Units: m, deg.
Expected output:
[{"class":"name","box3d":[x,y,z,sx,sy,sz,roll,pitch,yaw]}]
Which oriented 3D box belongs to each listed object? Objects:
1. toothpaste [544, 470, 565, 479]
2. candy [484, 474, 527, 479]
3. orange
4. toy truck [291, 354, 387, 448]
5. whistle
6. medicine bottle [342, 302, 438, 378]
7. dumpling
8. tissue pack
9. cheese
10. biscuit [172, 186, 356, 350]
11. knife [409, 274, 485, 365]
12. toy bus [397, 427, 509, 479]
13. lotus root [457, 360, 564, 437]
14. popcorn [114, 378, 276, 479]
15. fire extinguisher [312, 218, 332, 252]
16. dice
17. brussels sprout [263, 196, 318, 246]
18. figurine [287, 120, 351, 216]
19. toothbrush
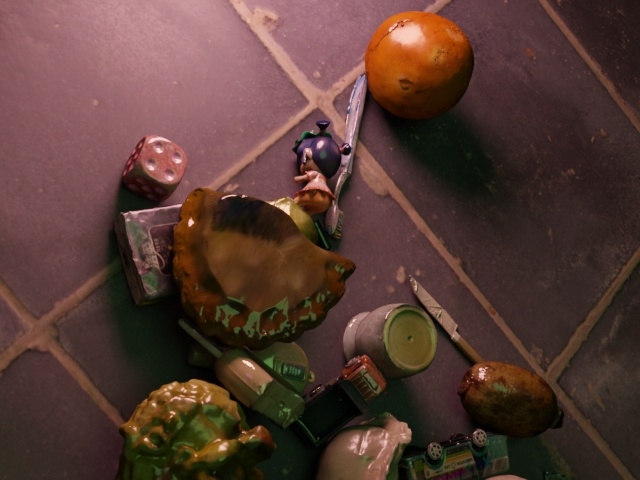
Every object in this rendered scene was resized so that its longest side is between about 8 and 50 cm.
[{"class":"toothpaste","box3d":[0.503,0.598,2.039,0.056,0.036,0.205,17,61,-23]},{"class":"candy","box3d":[0.368,0.592,1.840,0.295,0.185,0.295,12,73,-47]},{"class":"orange","box3d":[0.214,-0.382,2.096,0.240,0.240,0.240,11,68,-27]},{"class":"toy truck","box3d":[0.033,0.302,1.797,0.192,0.092,0.083,-38,94,0]},{"class":"whistle","box3d":[-0.122,0.231,1.779,0.258,0.067,0.126,15,68,-23]},{"class":"medicine bottle","box3d":[0.137,0.202,1.894,0.147,0.143,0.147,9,73,-31]},{"class":"dumpling","box3d":[0.078,0.422,1.750,0.147,0.193,0.258,46,67,-16]},{"class":"tissue pack","box3d":[-0.249,0.016,1.773,0.236,0.073,0.173,-10,77,-33]},{"class":"cheese","box3d":[-0.142,0.226,1.688,0.249,0.163,0.071,39,88,25]},{"class":"biscuit","box3d":[-0.099,0.037,1.715,0.335,0.078,0.329,-5,63,-21]},{"class":"knife","box3d":[0.283,0.189,2.062,0.298,0.017,0.047,47,50,-9]},{"class":"toy bus","box3d":[0.259,0.442,1.919,0.262,0.091,0.109,-7,83,-31]},{"class":"lotus root","box3d":[0.406,0.338,2.014,0.260,0.128,0.145,24,88,-18]},{"class":"popcorn","box3d":[-0.215,0.365,1.573,0.270,0.224,0.258,-34,77,-7]},{"class":"fire extinguisher","box3d":[0.000,0.000,1.958,0.038,0.025,0.083,-27,87,3]},{"class":"dice","box3d":[-0.308,-0.133,1.780,0.091,0.094,0.093,29,60,-23]},{"class":"brussels sprout","box3d":[-0.080,-0.001,1.855,0.155,0.117,0.155,5,51,-6]},{"class":"figurine","box3d":[-0.004,-0.140,1.961,0.111,0.102,0.195,41,45,-53]},{"class":"toothbrush","box3d":[0.059,-0.190,2.055,0.042,0.035,0.413,34,57,-41]}]
